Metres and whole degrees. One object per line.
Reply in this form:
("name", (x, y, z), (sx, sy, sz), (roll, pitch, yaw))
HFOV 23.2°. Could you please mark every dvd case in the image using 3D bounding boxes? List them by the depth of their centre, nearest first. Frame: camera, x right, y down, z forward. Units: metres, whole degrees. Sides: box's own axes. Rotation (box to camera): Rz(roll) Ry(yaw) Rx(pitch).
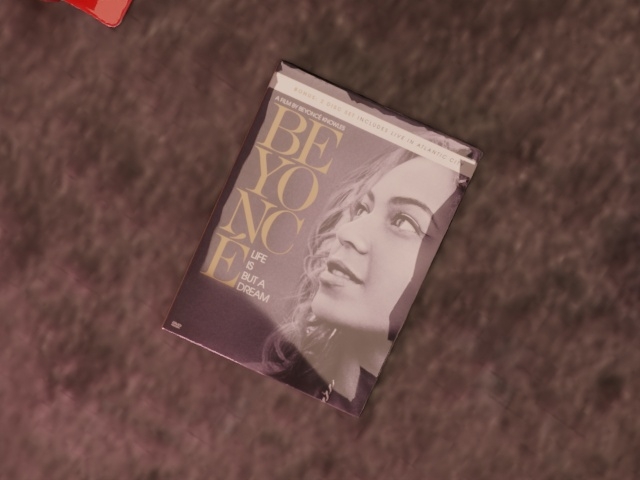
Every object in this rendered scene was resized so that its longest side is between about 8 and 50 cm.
("dvd case", (0.000, 0.000, 1.155), (0.164, 0.018, 0.221), (25, 98, 0))

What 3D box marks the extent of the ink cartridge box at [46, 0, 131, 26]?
("ink cartridge box", (-0.222, -0.261, 1.103), (0.231, 0.078, 0.134), (29, 98, -1))
